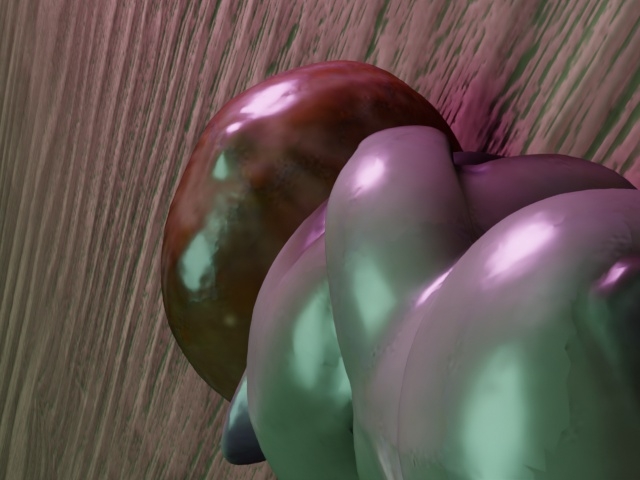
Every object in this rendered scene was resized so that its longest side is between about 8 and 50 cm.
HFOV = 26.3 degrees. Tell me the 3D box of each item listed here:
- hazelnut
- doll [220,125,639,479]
[{"bbox_3d":[0.000,0.000,0.777,0.176,0.214,0.214,1,95,29],"label":"hazelnut"},{"bbox_3d":[0.097,0.060,0.543,0.370,0.215,0.226,29,136,61],"label":"doll"}]
